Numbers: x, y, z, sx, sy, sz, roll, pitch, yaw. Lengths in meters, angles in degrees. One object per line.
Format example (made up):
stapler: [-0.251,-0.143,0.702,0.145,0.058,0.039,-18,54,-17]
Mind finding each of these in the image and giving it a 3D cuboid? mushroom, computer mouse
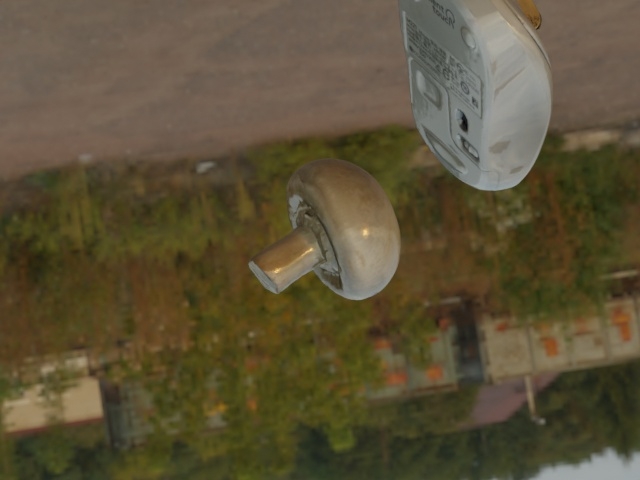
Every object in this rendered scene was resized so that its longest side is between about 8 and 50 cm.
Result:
mushroom: [0.000,0.000,1.776,0.215,0.207,0.207,-30,-176,-20]
computer mouse: [0.174,-0.182,1.348,0.121,0.184,0.297,-27,138,-15]

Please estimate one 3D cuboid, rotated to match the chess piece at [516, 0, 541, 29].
chess piece: [0.210,-0.263,1.705,0.060,0.060,0.172,-4,160,-47]
